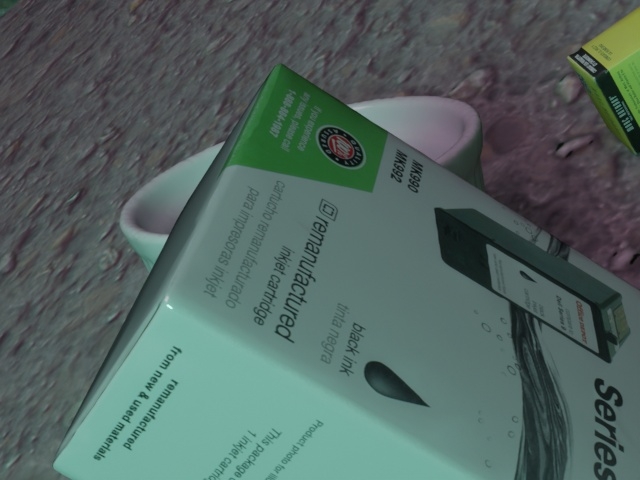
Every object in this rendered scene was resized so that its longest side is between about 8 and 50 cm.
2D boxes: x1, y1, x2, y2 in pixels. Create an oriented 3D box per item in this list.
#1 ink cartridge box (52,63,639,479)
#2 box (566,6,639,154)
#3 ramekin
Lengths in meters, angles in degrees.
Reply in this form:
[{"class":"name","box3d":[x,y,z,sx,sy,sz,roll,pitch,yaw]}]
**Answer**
[{"class":"ink cartridge box","box3d":[0.054,0.074,0.572,0.121,0.289,0.211,-53,11,34]},{"class":"box","box3d":[0.314,-0.170,0.924,0.232,0.087,0.058,-35,31,8]},{"class":"ramekin","box3d":[0.000,0.000,0.906,0.277,0.135,0.277,-15,19,5]}]
